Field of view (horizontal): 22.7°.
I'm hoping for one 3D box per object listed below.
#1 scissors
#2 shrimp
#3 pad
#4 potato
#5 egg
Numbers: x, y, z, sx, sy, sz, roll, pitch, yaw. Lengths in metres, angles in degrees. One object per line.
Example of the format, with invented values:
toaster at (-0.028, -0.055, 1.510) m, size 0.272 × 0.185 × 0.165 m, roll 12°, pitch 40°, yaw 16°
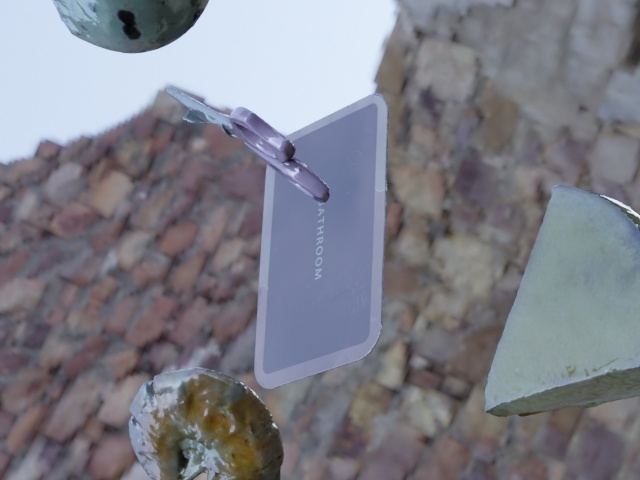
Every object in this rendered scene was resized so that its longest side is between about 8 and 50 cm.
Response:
scissors at (-0.070, -0.088, 1.268) m, size 0.021 × 0.212 × 0.110 m, roll -51°, pitch -49°, yaw -9°
shrimp at (-0.069, 0.156, 1.029) m, size 0.042 × 0.101 × 0.190 m, roll -66°, pitch -24°, yaw -52°
pad at (0.000, 0.000, 1.490) m, size 0.002 × 0.176 × 0.266 m, roll 22°, pitch -120°, yaw -37°
potato at (0.316, 0.097, 1.679) m, size 0.112 × 0.255 × 0.269 m, roll 14°, pitch -85°, yaw -30°
egg at (-0.147, -0.209, 1.174) m, size 0.131 × 0.131 × 0.164 m, roll -64°, pitch -25°, yaw -11°
